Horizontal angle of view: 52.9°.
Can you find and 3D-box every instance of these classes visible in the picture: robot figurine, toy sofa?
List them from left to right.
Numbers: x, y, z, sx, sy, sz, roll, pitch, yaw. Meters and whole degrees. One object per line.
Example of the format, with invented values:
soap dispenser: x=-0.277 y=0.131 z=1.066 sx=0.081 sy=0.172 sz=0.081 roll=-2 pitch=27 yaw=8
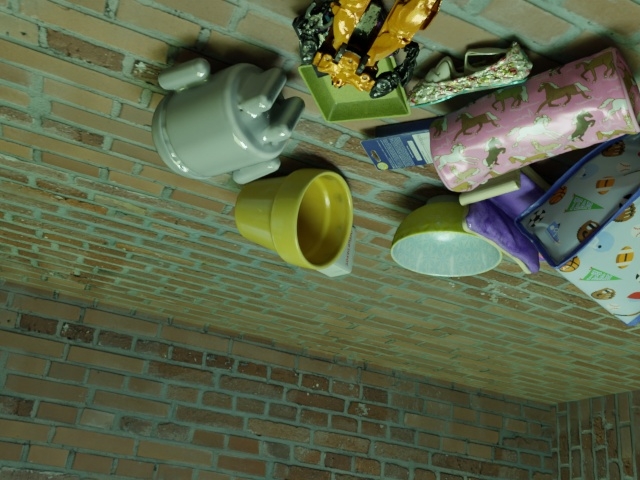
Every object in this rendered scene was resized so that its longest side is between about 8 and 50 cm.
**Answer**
robot figurine: x=-0.206 y=-0.240 z=1.332 sx=0.354 sy=0.199 sz=0.299 roll=-10 pitch=127 yaw=34
robot figurine: x=0.086 y=-0.361 z=1.036 sx=0.211 sy=0.085 sz=0.291 roll=26 pitch=141 yaw=-9
toy sofa: x=0.496 y=-0.062 z=1.560 sx=0.150 sy=0.177 sz=0.363 roll=-17 pitch=146 yaw=41

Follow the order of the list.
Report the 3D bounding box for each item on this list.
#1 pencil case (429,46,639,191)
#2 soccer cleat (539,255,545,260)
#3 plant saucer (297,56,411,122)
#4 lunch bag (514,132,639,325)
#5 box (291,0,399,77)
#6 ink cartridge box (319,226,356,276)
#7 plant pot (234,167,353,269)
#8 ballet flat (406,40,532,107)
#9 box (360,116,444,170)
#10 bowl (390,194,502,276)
pencil case: x=0.403 y=-0.220 z=1.220 sx=0.386 sy=0.159 sz=0.167 roll=-19 pitch=166 yaw=34
soccer cleat: x=0.719 y=0.030 z=1.694 sx=0.319 sy=0.116 sz=0.109 roll=-12 pitch=-171 yaw=24
plant saucer: x=0.074 y=-0.313 z=1.281 sx=0.189 sy=0.045 sz=0.188 roll=-1 pitch=154 yaw=19
lunch bag: x=0.689 y=-0.047 z=1.384 sx=0.328 sy=0.238 sz=0.385 roll=33 pitch=110 yaw=-31
box: x=0.044 y=-0.362 z=1.141 sx=0.162 sy=0.029 sz=0.116 roll=-10 pitch=129 yaw=28
ink cartridge box: x=0.000 y=0.000 z=1.864 sx=0.087 sy=0.152 sz=0.208 roll=-16 pitch=146 yaw=42
plant pot: x=-0.081 y=-0.064 z=1.660 sx=0.239 sy=0.253 sz=0.254 roll=8 pitch=160 yaw=34
ballet flat: x=0.269 y=-0.315 z=1.204 sx=0.241 sy=0.091 sz=0.077 roll=-10 pitch=121 yaw=25
box: x=0.216 y=-0.218 z=1.460 sx=0.226 sy=0.036 sz=0.136 roll=-6 pitch=152 yaw=24
bowl: x=0.333 y=-0.027 z=1.704 sx=0.290 sy=0.155 sz=0.289 roll=6 pitch=156 yaw=3
